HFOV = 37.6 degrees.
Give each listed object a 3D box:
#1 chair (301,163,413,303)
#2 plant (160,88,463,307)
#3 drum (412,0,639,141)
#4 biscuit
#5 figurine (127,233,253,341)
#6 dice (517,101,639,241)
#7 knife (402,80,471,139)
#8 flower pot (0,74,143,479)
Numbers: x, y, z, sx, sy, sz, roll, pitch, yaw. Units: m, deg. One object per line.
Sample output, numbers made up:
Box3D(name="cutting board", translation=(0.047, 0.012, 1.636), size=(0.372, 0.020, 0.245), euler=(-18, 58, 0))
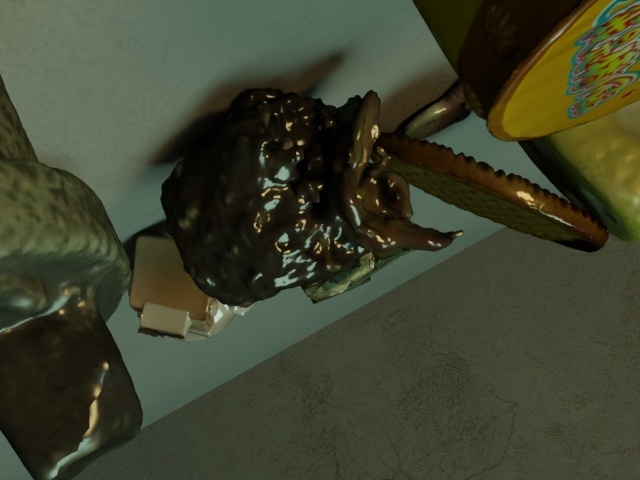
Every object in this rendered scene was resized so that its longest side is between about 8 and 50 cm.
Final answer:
Box3D(name="chair", translation=(0.000, 0.000, 1.247), size=(0.136, 0.147, 0.270), euler=(-35, 168, 35))
Box3D(name="plant", translation=(-0.025, -0.043, 0.886), size=(0.234, 0.204, 0.178), euler=(-23, -177, 34))
Box3D(name="drum", translation=(0.218, -0.246, 0.502), size=(0.431, 0.214, 0.431), euler=(-28, 170, -5))
Box3D(name="biscuit", translation=(0.203, -0.061, 1.165), size=(0.040, 0.318, 0.318), euler=(-67, 166, -1))
Box3D(name="figurine", translation=(-0.165, 0.056, 1.176), size=(0.162, 0.141, 0.237), euler=(9, 173, 5))
Box3D(name="dice", translation=(0.370, -0.151, 1.117), size=(0.227, 0.238, 0.233), euler=(-42, 174, 4))
Box3D(name="knife", translation=(0.228, -0.219, 1.091), size=(0.132, 0.038, 0.398), euler=(-24, 168, -34))
Box3D(name="flower pot", translation=(-0.234, 0.018, 0.411), size=(0.299, 0.283, 0.299), euler=(-26, 169, -5))
